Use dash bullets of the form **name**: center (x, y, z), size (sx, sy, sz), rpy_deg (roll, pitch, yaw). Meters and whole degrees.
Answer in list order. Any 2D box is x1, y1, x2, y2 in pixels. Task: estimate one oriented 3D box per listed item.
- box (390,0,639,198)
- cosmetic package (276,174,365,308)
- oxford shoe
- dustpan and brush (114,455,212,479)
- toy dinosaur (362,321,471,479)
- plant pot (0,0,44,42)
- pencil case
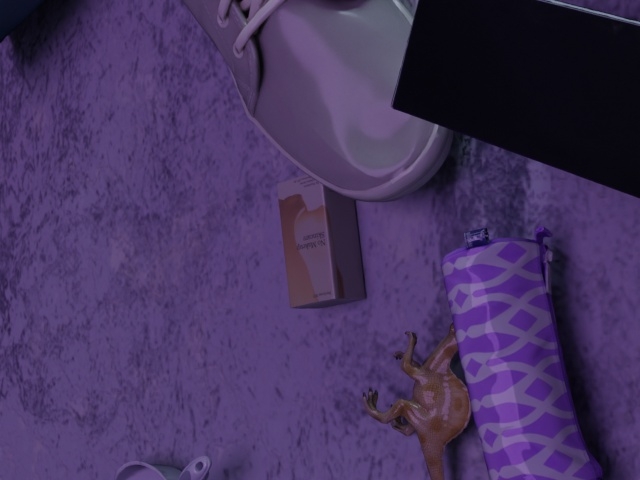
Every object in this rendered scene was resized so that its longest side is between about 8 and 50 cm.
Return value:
- **box**: center (0.206, -0.088, 0.806), size (0.261, 0.184, 0.103), rpy_deg (26, 109, 42)
- **cosmetic package**: center (0.000, 0.000, 1.107), size (0.060, 0.041, 0.115), rpy_deg (-16, 77, 43)
- **oxford shoe**: center (-0.044, -0.211, 1.083), size (0.169, 0.130, 0.449), rpy_deg (-39, 61, 15)
- **dustpan and brush**: center (-0.147, 0.261, 1.230), size (0.211, 0.060, 0.147), rpy_deg (-43, 60, 35)
- **toy dinosaur**: center (0.084, 0.141, 1.011), size (0.093, 0.053, 0.183), rpy_deg (7, 93, 43)
- **plant pot**: center (-0.374, -0.356, 1.359), size (0.255, 0.272, 0.271), rpy_deg (-28, 68, 24)
- **pencil case**: center (0.150, 0.095, 0.931), size (0.088, 0.086, 0.206), rpy_deg (-14, 79, 16)
